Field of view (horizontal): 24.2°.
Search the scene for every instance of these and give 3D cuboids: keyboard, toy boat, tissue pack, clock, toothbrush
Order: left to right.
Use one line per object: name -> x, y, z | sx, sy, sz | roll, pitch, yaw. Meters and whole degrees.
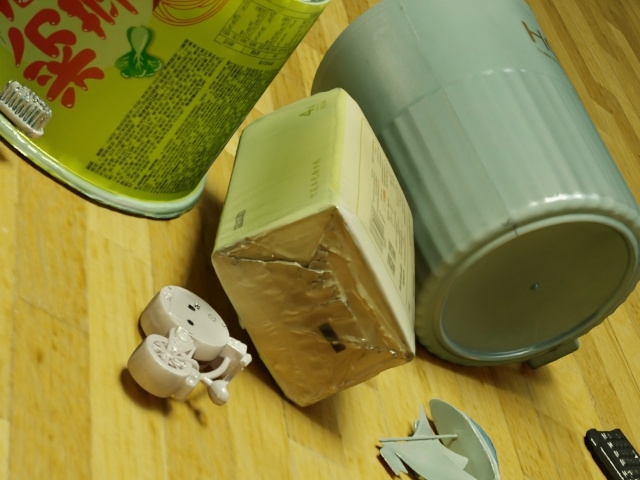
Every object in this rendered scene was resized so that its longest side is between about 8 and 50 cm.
toothbrush -> -0.312, -0.179, 1.141 | 0.288, 0.026, 0.024 | 42, 18, 10
clock -> -0.097, 0.082, 1.087 | 0.087, 0.041, 0.129 | 39, 19, -6
tissue pack -> 0.000, 0.000, 1.237 | 0.159, 0.125, 0.234 | 61, 15, -25
toy boat -> 0.112, 0.186, 1.273 | 0.105, 0.034, 0.149 | 47, 22, 9
keyboard -> 0.363, 0.300, 1.529 | 0.106, 0.016, 0.262 | 9, 42, -54

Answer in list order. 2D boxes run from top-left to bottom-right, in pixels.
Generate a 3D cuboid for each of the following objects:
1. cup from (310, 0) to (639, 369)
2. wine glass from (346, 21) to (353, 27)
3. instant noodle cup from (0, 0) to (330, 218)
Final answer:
cup -> 0.150, -0.039, 1.506 | 0.257, 0.331, 0.311 | -6, 48, -19
wine glass -> 0.184, -0.160, 1.887 | 0.264, 0.096, 0.309 | 51, 23, 19
instant noodle cup -> -0.148, -0.205, 1.246 | 0.311, 0.221, 0.311 | 38, 23, -20
